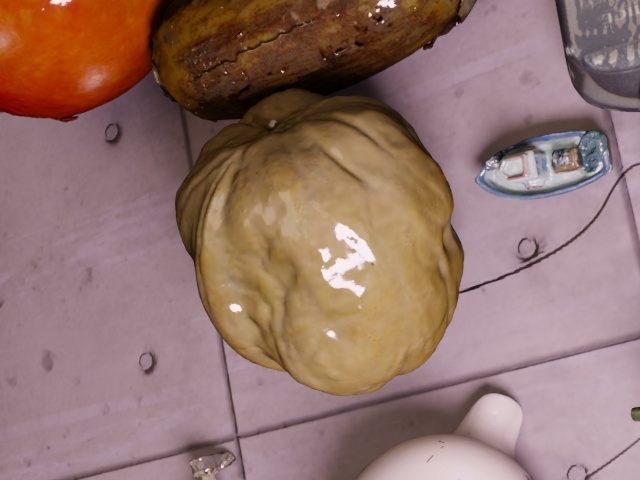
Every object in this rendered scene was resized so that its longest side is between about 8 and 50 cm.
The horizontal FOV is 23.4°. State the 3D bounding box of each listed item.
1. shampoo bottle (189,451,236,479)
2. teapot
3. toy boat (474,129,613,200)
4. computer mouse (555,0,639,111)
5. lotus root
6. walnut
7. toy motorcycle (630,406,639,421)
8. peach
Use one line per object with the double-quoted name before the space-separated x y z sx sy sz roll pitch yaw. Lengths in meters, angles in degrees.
"shampoo bottle" -0.098 0.330 1.647 0.057 0.063 0.208 -25 73 41
"teapot" 0.108 0.300 1.459 0.208 0.166 0.300 23 110 -7
"toy boat" 0.208 -0.070 1.465 0.140 0.066 0.059 -12 83 35
"computer mouse" 0.287 -0.229 1.414 0.167 0.090 0.379 -10 86 33
"lotus root" 0.004 -0.242 1.541 0.397 0.196 0.179 -23 86 27
"walnut" -0.002 -0.001 1.478 0.282 0.253 0.277 8 124 28
"toy motorcycle" 0.384 0.199 1.281 0.205 0.127 0.275 -8 85 37
"peach" -0.312 -0.299 1.679 0.370 0.370 0.370 -4 84 35
